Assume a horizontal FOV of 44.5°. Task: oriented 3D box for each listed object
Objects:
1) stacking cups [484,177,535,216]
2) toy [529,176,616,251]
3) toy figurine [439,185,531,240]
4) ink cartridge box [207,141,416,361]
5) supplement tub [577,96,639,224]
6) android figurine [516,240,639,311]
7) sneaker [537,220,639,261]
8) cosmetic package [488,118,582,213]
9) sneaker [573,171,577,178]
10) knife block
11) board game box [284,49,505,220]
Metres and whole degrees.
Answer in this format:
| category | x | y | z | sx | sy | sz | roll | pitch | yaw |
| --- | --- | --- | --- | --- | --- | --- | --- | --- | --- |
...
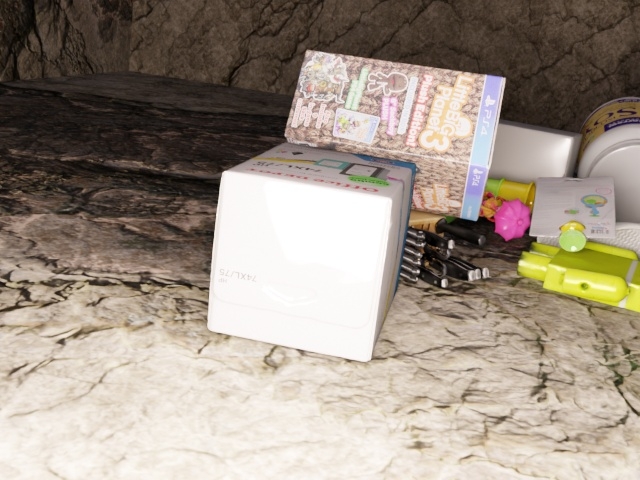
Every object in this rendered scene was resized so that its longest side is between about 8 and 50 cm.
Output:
| category | x | y | z | sx | sy | sz | roll | pitch | yaw |
| --- | --- | --- | --- | --- | --- | --- | --- | --- | --- |
| stacking cups | 0.310 | -0.112 | 1.734 | 0.316 | 0.096 | 0.096 | 14 | 17 | 26 |
| toy | 0.449 | -0.045 | 1.387 | 0.137 | 0.056 | 0.237 | 2 | 26 | 19 |
| toy figurine | 0.346 | -0.058 | 1.558 | 0.159 | 0.130 | 0.173 | 31 | 13 | 28 |
| ink cartridge box | 0.000 | 0.000 | 0.992 | 0.198 | 0.197 | 0.270 | 10 | 16 | 9 |
| supplement tub | 0.729 | -0.182 | 1.839 | 0.241 | 0.241 | 0.331 | 11 | 28 | 12 |
| android figurine | 0.470 | 0.056 | 1.285 | 0.273 | 0.056 | 0.248 | 13 | 16 | 25 |
| sneaker | 0.543 | -0.013 | 1.468 | 0.256 | 0.094 | 0.151 | 10 | 23 | 16 |
| cosmetic package | 0.412 | -0.191 | 1.862 | 0.365 | 0.197 | 0.155 | 16 | 17 | 22 |
| sneaker | 0.614 | -0.137 | 1.993 | 0.188 | 0.078 | 0.067 | 16 | 42 | -21 |
| knife block | 0.151 | -0.006 | 1.290 | 0.242 | 0.088 | 0.275 | 9 | 16 | 2 |
| board game box | 0.116 | -0.154 | 1.193 | 0.291 | 0.141 | 0.232 | 10 | -15 | 11 |
